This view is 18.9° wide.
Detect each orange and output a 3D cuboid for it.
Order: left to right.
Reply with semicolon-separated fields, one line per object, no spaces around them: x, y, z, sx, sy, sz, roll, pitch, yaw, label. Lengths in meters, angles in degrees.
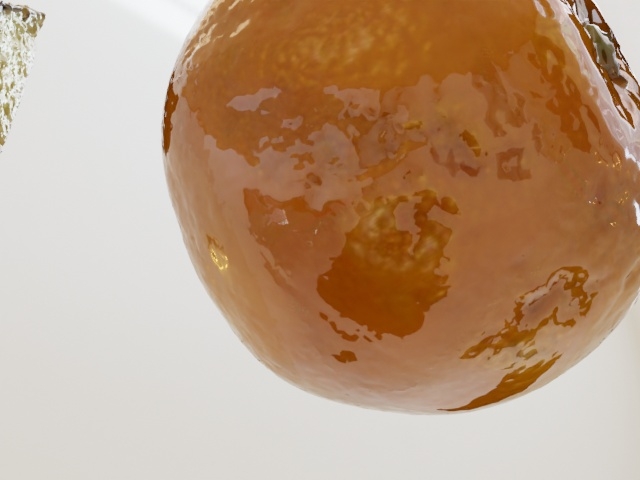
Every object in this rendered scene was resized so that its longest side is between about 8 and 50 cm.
0.048;-0.040;0.965;0.261;0.261;0.261;-14;-176;1;orange

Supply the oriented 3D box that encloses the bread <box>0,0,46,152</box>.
-0.273;-0.101;1.260;0.129;0.134;0.260;4;-172;11;bread
